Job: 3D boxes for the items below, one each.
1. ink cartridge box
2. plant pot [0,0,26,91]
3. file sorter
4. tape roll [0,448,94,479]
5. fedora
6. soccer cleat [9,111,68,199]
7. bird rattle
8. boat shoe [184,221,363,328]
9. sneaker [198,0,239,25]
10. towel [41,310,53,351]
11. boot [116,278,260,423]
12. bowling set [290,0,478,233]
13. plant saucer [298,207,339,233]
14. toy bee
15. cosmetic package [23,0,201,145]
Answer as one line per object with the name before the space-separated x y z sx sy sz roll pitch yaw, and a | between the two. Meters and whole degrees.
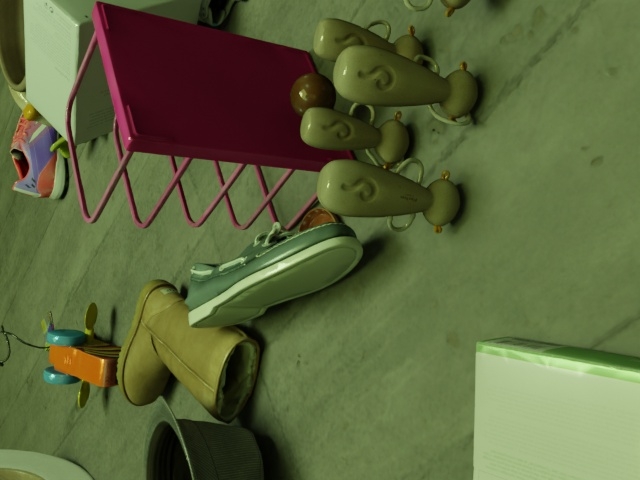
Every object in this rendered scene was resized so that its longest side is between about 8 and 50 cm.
ink cartridge box | 0.207 0.210 0.583 0.171 0.056 0.235 3 92 51
plant pot | -0.456 -0.405 1.296 0.263 0.229 0.263 8 101 52
file sorter | -0.145 -0.127 0.860 0.182 0.290 0.202 -47 53 41
tape roll | -0.622 0.506 1.311 0.392 0.391 0.072 15 98 50
fedora | -0.153 0.335 0.952 0.244 0.124 0.276 53 137 42
soccer cleat | -0.686 -0.247 1.662 0.108 0.116 0.318 -36 60 43
bird rattle | -0.549 -0.315 1.451 0.143 0.207 0.254 -24 77 28
boat shoe | -0.074 0.028 0.870 0.319 0.116 0.099 -29 63 46
sneaker | -0.190 -0.374 1.109 0.190 0.071 0.083 -18 79 49
towel | -0.658 0.218 1.673 0.060 0.009 0.083 -46 53 37
boot | -0.213 0.205 1.072 0.269 0.089 0.236 27 112 45
bowling set | 0.066 -0.166 0.748 0.200 0.154 0.287 -144 63 -66
plant saucer | 0.000 0.000 0.885 0.083 0.013 0.084 -7 80 51
toy bee | -0.478 0.208 1.371 0.298 0.162 0.195 31 104 21
cosmetic package | -0.324 -0.301 1.080 0.138 0.224 0.225 42 138 18
